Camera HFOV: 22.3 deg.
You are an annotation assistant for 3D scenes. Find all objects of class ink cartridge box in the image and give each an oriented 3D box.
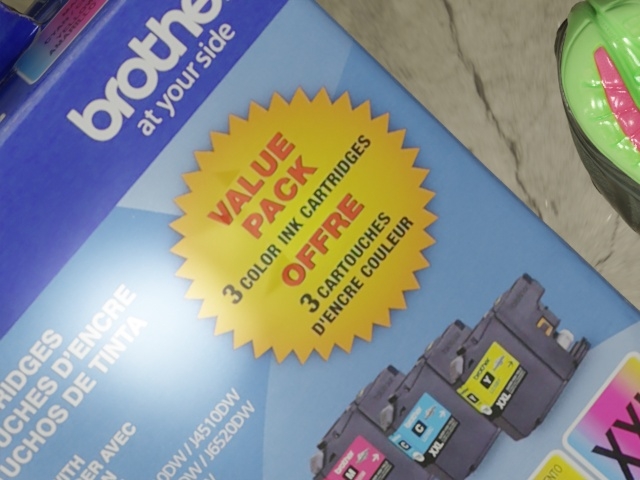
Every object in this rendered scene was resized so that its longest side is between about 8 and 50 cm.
[{"bbox_3d":[-0.054,0.037,0.699,0.395,0.151,0.270,41,88,-20],"label":"ink cartridge box"}]

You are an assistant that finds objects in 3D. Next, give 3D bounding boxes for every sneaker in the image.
[{"bbox_3d":[0.370,-0.037,1.510,0.185,0.202,0.483,-30,111,4],"label":"sneaker"}]
